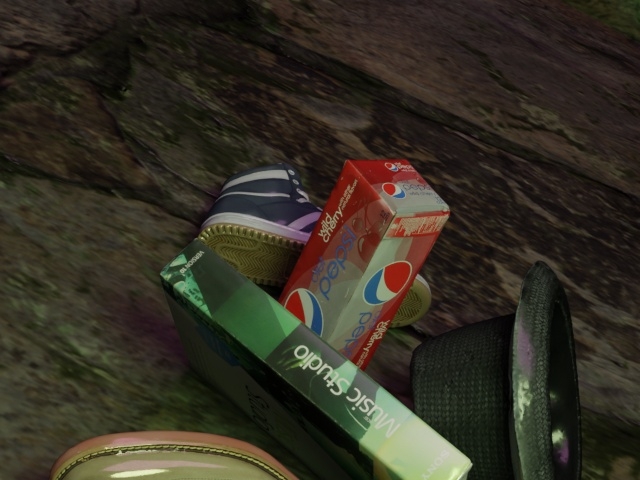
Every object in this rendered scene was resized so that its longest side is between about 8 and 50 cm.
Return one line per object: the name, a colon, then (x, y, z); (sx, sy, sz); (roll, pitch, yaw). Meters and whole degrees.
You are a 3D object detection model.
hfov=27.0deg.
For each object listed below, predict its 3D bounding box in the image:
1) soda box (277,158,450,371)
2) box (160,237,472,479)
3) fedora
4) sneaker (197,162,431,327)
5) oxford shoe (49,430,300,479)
soda box: (0.029, 0.044, 1.374); (0.083, 0.263, 0.092); (-3, 42, -40)
box: (-0.005, 0.156, 1.235); (0.322, 0.232, 0.058); (36, 70, 19)
fedora: (0.171, 0.174, 1.329); (0.152, 0.334, 0.334); (-3, 27, 16)
sneaker: (0.000, 0.000, 1.581); (0.282, 0.099, 0.153); (18, 34, -7)
oxford shoe: (-0.060, 0.259, 1.100); (0.348, 0.123, 0.130); (22, 35, -22)
